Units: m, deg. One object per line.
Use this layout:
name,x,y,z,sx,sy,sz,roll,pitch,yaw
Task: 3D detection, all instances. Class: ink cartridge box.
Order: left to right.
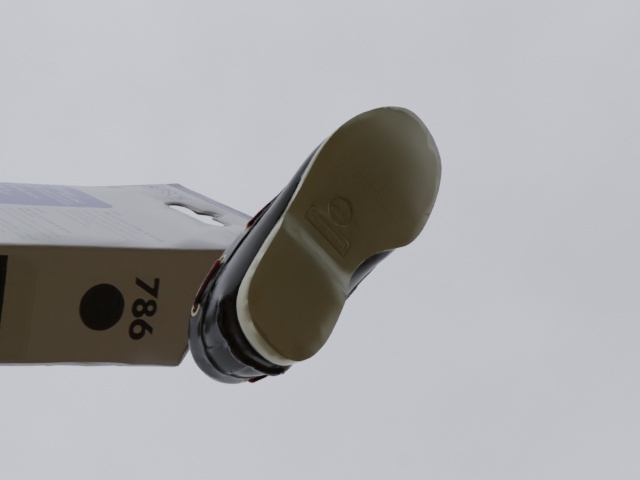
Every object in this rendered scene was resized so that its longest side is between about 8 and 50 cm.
ink cartridge box,-0.182,0.010,0.894,0.332,0.165,0.065,1,-79,-30

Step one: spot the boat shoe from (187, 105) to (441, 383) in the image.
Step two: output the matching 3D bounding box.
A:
boat shoe,-0.001,-0.001,0.667,0.049,0.042,0.133,51,-133,-14
